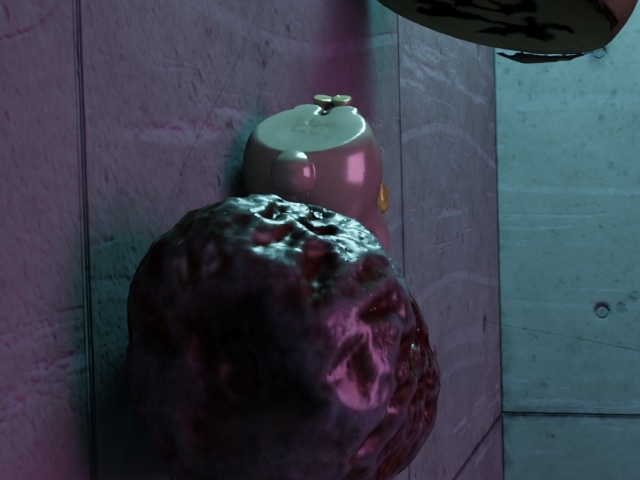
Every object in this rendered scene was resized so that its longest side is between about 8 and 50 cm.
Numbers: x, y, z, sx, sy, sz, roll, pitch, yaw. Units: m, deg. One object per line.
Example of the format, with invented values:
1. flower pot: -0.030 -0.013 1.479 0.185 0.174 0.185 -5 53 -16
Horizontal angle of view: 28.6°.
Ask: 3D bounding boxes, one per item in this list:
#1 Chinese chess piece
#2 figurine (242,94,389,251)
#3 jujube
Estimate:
1. Chinese chess piece: 0.213 -0.338 1.506 0.349 0.349 0.146 38 67 -70
2. figurine: 0.000 0.000 1.157 0.155 0.127 0.236 -83 171 -60
3. jujube: -0.021 0.085 0.900 0.317 0.226 0.226 28 62 -75
